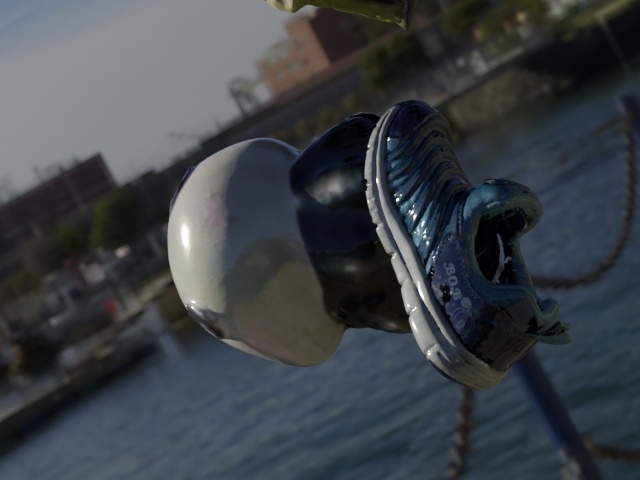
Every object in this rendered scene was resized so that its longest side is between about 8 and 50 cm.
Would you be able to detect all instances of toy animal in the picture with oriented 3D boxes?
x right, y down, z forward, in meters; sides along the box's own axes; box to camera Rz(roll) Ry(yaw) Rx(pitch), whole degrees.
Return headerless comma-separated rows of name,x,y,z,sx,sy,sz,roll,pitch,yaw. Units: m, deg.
toy animal,0.001,0.002,1.635,0.267,0.212,0.212,-12,7,13

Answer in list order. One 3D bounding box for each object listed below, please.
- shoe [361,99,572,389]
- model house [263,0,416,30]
shoe,0.100,-0.006,1.222,0.106,0.207,0.091,-32,-25,26
model house,0.003,-0.356,1.954,0.234,0.193,0.175,10,42,5
